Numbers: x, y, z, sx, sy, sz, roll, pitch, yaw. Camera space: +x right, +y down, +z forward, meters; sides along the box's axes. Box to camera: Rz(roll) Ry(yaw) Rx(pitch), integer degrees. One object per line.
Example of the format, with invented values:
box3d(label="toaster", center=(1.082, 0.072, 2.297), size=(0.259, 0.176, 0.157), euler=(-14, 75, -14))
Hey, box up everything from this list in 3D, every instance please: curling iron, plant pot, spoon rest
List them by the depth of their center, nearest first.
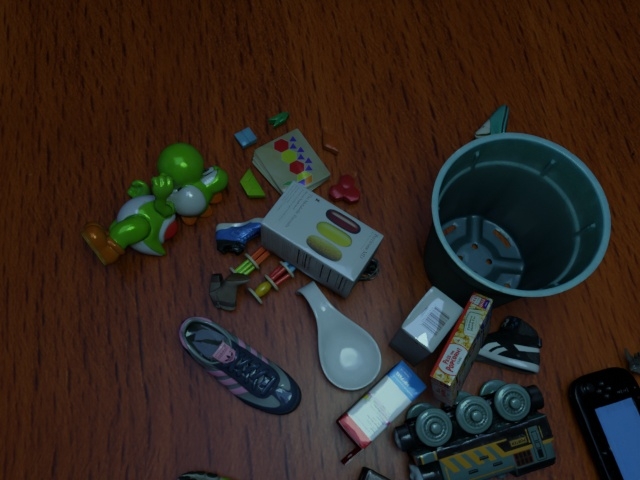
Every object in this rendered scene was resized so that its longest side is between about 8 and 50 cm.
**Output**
box3d(label="plant pot", center=(0.380, -0.002, 1.183), size=(0.341, 0.334, 0.341), euler=(0, 70, -1))
box3d(label="spoon rest", center=(0.031, 0.212, 1.236), size=(0.137, 0.084, 0.276), euler=(-31, 73, -11))
box3d(label="curling iron", center=(0.026, 0.015, 1.331), size=(0.274, 0.035, 0.068), euler=(32, 73, 10))

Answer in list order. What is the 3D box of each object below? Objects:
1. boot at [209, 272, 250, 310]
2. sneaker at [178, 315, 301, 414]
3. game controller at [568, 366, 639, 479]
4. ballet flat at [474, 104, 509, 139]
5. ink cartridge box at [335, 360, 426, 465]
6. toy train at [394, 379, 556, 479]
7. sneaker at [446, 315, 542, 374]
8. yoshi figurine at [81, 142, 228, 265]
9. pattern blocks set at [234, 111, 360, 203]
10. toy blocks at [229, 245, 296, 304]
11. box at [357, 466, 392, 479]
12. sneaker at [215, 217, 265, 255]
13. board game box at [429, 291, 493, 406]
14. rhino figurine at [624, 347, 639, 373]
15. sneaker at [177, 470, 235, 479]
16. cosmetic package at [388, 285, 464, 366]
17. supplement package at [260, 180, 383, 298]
box3d(label="boot", center=(-0.210, 0.122, 1.262), size=(0.118, 0.042, 0.087), euler=(3, 108, 29))
box3d(label="sneaker", center=(-0.185, 0.277, 1.184), size=(0.319, 0.131, 0.112), euler=(30, 72, 9))
box3d(label="game controller", center=(0.664, 0.442, 1.168), size=(0.167, 0.067, 0.319), euler=(-14, 72, -5))
box3d(label="ballet flat", center=(0.446, -0.253, 1.411), size=(0.087, 0.083, 0.247), euler=(3, 68, 16))
box3d(label="ink cartridge box", center=(0.109, 0.368, 1.152), size=(0.231, 0.134, 0.078), euler=(-40, 76, -14))
box3d(label="toy train", center=(0.330, 0.419, 1.142), size=(0.334, 0.142, 0.190), euler=(-16, 81, -6))
box3d(label="sneaker", center=(0.401, 0.223, 1.244), size=(0.217, 0.079, 0.121), euler=(17, 68, -3))
box3d(label="yoshi figurine", center=(-0.404, -0.108, 1.293), size=(0.362, 0.203, 0.203), euler=(-35, 68, -15))
box3d(label="pattern blocks set", center=(-0.073, -0.193, 1.405), size=(0.285, 0.026, 0.324), euler=(-22, 69, -11))
box3d(label="toy blocks", center=(-0.127, 0.063, 1.302), size=(0.148, 0.054, 0.123), euler=(-40, 76, -13))
box3d(label="box", center=(0.221, 0.627, 1.061), size=(0.381, 0.143, 0.191), euler=(26, 73, 7))
box3d(label="sneaker", center=(-0.183, -0.004, 1.322), size=(0.152, 0.058, 0.084), euler=(-6, 65, 2))
box3d(label="board game box", center=(0.285, 0.220, 1.077), size=(0.045, 0.146, 0.193), euler=(23, 66, 26))
box3d(label="rhino figurine", center=(0.791, 0.321, 1.208), size=(0.243, 0.073, 0.106), euler=(37, 64, 14))
box3d(label="sneaker", center=(-0.176, 0.569, 1.113), size=(0.279, 0.107, 0.118), euler=(15, 89, 8))
box3d(label="cosmetic package", center=(0.222, 0.191, 1.165), size=(0.085, 0.231, 0.117), euler=(39, 74, 12))
box3d(label="supplement package", center=(0.000, 0.000, 1.240), size=(0.244, 0.134, 0.139), euler=(31, 68, 8))
